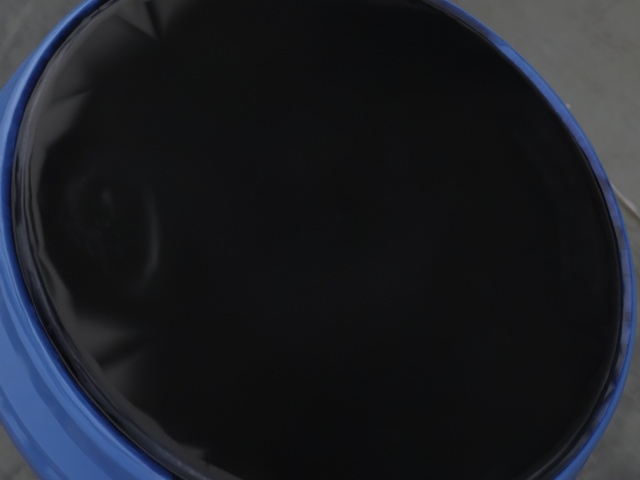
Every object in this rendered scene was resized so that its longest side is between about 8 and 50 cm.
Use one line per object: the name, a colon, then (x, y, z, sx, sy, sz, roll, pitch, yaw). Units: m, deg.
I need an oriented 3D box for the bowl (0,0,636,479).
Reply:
bowl: (0.000, 0.000, 0.684, 0.077, 0.391, 0.391, 126, 153, -55)
